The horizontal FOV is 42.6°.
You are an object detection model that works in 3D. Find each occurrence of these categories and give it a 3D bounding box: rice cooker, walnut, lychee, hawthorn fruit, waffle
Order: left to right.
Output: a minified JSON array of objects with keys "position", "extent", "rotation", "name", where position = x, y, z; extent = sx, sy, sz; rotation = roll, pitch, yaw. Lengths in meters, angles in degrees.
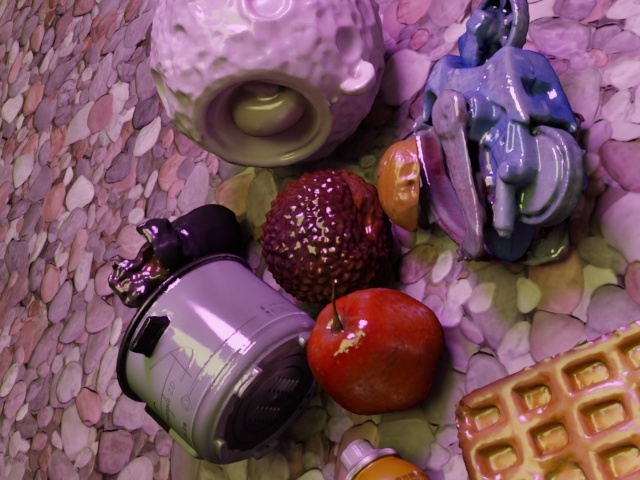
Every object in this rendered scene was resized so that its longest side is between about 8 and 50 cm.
[{"position":[-0.134,0.152,1.088],"extent":[0.227,0.280,0.241],"rotation":[35,99,28],"name":"rice cooker"},{"position":[0.000,0.000,1.093],"extent":[0.188,0.188,0.188],"rotation":[-18,60,35],"name":"lychee"},{"position":[0.048,0.123,0.976],"extent":[0.163,0.203,0.162],"rotation":[-22,56,37],"name":"hawthorn fruit"},{"position":[0.098,-0.070,1.052],"extent":[0.052,0.091,0.121],"rotation":[-1,93,0],"name":"walnut"},{"position":[0.302,0.201,0.797],"extent":[0.328,0.098,0.224],"rotation":[-31,55,26],"name":"waffle"}]

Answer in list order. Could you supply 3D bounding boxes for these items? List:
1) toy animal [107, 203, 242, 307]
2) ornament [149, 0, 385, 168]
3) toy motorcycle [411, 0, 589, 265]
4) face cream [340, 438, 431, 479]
[{"position":[-0.214,0.031,1.195],"extent":[0.106,0.343,0.168],"rotation":[45,102,2],"name":"toy animal"},{"position":[-0.073,-0.277,1.175],"extent":[0.337,0.337,0.337],"rotation":[-18,60,35],"name":"ornament"},{"position":[0.186,-0.124,0.977],"extent":[0.241,0.182,0.319],"rotation":[-27,57,31],"name":"toy motorcycle"},{"position":[0.126,0.350,0.877],"extent":[0.105,0.105,0.348],"rotation":[-52,47,12],"name":"face cream"}]
